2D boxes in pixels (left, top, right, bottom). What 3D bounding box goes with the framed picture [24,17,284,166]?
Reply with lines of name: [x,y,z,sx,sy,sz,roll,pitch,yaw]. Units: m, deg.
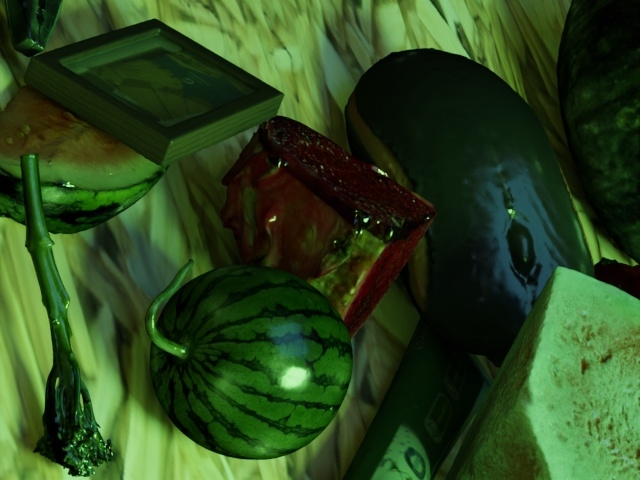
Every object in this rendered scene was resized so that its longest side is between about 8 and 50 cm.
framed picture: [-0.120,-0.113,1.430,0.128,0.023,0.168,32,28,16]

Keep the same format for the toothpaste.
toothpaste: [0.068,0.169,1.583,0.099,0.061,0.392,54,28,-9]

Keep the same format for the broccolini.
broccolini: [-0.171,0.048,1.274,0.044,0.042,0.218,5,76,-55]

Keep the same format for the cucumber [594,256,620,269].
cucumber: [0.271,0.095,1.971,0.044,0.043,0.256,55,32,-19]

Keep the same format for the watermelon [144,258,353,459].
watermelon: [-0.063,0.081,1.364,0.187,0.141,0.140,17,54,-45]

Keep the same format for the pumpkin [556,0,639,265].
pumpkin: [0.457,-0.153,2.155,0.454,0.344,0.454,14,69,-43]

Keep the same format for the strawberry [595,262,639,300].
strawberry: [0.325,0.160,1.782,0.257,0.261,0.261,9,55,-19]

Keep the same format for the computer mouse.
computer mouse: [0.133,-0.045,1.724,0.183,0.116,0.323,-10,62,-25]

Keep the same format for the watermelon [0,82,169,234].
watermelon: [-0.172,-0.071,1.393,0.119,0.063,0.245,48,32,-1]

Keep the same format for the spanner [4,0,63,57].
spanner: [-0.217,-0.269,1.480,0.095,0.040,0.325,35,39,-41]

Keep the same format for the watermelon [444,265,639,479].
watermelon: [0.224,0.160,1.543,0.214,0.320,0.289,11,73,-69]

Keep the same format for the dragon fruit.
dragon fruit: [0.000,0.000,1.510,0.262,0.163,0.189,-19,114,-81]
